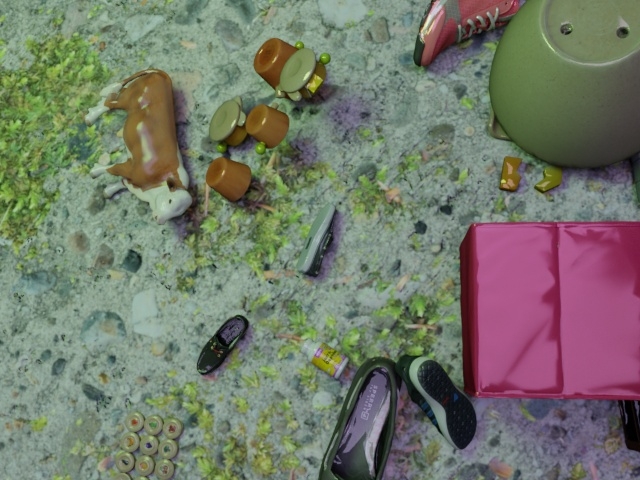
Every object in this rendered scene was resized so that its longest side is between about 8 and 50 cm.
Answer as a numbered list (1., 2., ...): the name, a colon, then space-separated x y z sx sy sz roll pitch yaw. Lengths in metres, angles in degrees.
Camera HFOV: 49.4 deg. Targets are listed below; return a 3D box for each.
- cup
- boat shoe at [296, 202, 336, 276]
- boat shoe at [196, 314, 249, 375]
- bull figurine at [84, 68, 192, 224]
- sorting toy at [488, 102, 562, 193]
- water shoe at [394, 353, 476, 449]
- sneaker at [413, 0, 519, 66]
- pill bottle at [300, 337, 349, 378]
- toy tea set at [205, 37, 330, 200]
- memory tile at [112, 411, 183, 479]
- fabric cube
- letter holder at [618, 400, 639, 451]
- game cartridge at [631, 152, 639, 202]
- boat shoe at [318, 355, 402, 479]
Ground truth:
1. cup: 0.442 -0.310 1.144 0.330 0.237 0.332 -3 78 15
2. boat shoe: 0.000 0.000 1.292 0.040 0.049 0.142 28 81 -22
3. boat shoe: -0.184 0.191 1.278 0.049 0.042 0.133 40 88 10
4. bull figurine: -0.341 -0.171 1.332 0.188 0.101 0.311 -7 79 7
5. sorting toy: 0.429 -0.234 1.279 0.228 0.041 0.308 10 81 9
6. water shoe: 0.199 0.269 1.189 0.073 0.080 0.203 -39 114 -22
7. sneaker: 0.296 -0.438 1.296 0.136 0.116 0.314 38 86 10
8. pill bottle: 0.007 0.210 1.249 0.083 0.043 0.043 30 85 11
9. toy tea set: -0.096 -0.223 1.310 0.336 0.124 0.200 -51 43 14
10. memory tile: -0.316 0.393 1.271 0.113 0.012 0.148 8 81 9
11. fabric cube: 0.360 0.118 1.116 0.258 0.254 0.259 -1 79 6
12. letter holder: 0.647 0.217 1.118 0.301 0.152 0.215 -7 77 5
13. game cartridge: 0.728 -0.186 1.225 0.354 0.068 0.230 -5 83 5
14. boat shoe: 0.062 0.361 1.188 0.112 0.095 0.336 14 82 9
